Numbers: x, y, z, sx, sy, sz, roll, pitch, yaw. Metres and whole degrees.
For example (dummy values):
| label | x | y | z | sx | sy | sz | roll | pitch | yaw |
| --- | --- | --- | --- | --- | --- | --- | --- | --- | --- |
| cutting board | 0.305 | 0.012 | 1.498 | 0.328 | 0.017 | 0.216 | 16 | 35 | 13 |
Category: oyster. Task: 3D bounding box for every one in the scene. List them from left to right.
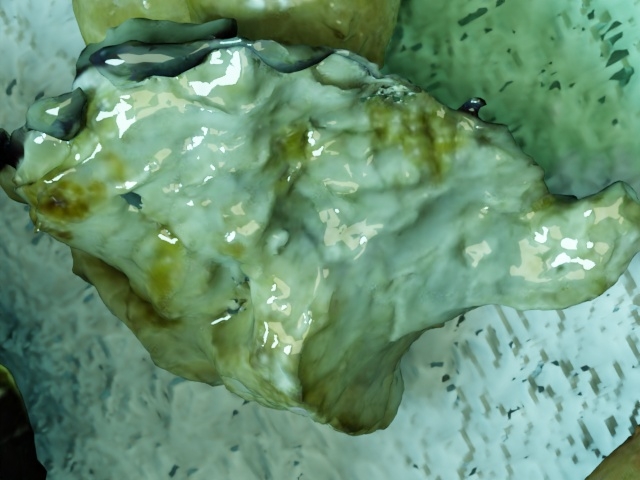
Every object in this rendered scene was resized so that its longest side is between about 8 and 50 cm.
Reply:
| label | x | y | z | sx | sy | sz | roll | pitch | yaw |
| --- | --- | --- | --- | --- | --- | --- | --- | --- | --- |
| oyster | 0.000 | 0.000 | 0.543 | 0.191 | 0.081 | 0.163 | -12 | 139 | 9 |

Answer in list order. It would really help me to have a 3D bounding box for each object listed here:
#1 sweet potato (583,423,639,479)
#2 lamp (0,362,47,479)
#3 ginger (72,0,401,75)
| label | x | y | z | sx | sy | sz | roll | pitch | yaw |
| --- | --- | --- | --- | --- | --- | --- | --- | --- | --- |
| sweet potato | 0.102 | 0.122 | 0.565 | 0.106 | 0.095 | 0.354 | 42 | 109 | 43 |
| lamp | -0.210 | 0.093 | 0.550 | 0.305 | 0.240 | 0.305 | 32 | 132 | 43 |
| ginger | -0.023 | -0.186 | 0.532 | 0.118 | 0.065 | 0.299 | 9 | 105 | 26 |
